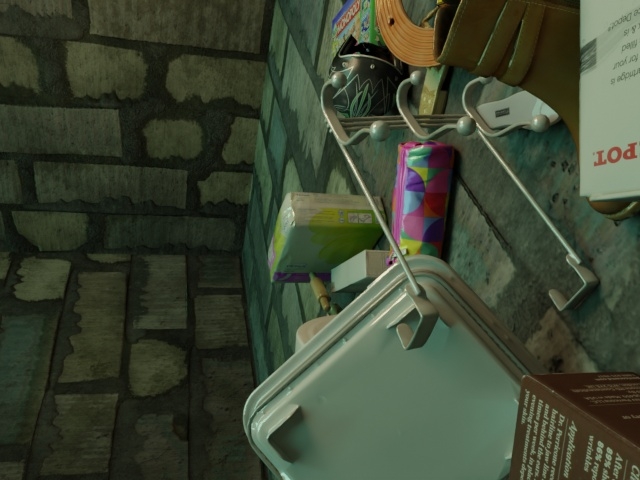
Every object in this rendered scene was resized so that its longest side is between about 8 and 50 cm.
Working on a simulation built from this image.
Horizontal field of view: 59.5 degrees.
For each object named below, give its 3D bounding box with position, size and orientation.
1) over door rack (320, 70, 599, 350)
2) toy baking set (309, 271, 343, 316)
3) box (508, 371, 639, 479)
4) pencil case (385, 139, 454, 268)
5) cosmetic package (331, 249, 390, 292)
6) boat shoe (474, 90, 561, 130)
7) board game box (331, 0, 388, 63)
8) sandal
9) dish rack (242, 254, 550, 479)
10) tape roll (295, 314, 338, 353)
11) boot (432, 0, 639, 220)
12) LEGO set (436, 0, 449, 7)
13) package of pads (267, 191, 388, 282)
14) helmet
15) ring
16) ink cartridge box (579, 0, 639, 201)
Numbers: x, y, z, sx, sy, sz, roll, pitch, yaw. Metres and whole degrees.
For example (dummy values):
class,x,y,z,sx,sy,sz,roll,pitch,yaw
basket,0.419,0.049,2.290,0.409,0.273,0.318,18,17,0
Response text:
class,x,y,z,sx,sy,sz,roll,pitch,yaw
over door rack,0.160,-0.066,0.631,0.108,0.239,0.324,122,135,-56
toy baking set,0.050,0.174,1.290,0.030,0.197,0.256,-40,23,6
box,0.294,0.248,0.386,0.381,0.143,0.191,-142,55,-74
pencil case,0.168,-0.052,0.955,0.104,0.104,0.237,-144,57,-72
cosmetic package,0.101,0.069,1.192,0.239,0.098,0.061,142,131,-70
boat shoe,0.259,-0.165,0.720,0.142,0.040,0.049,14,108,61
board game box,0.091,-0.493,1.379,0.317,0.046,0.214,180,90,-75
sandal,0.181,-0.321,0.962,0.088,0.079,0.240,-128,42,-67
dish rack,0.093,0.214,0.647,0.333,0.285,0.072,-43,-2,8
tape roll,0.100,0.188,0.823,0.286,0.286,0.100,-152,65,-73
boot,0.219,-0.163,0.536,0.109,0.220,0.284,-160,72,-74
LEGO set,0.223,-0.430,0.736,0.244,0.060,0.183,-37,55,51
package of pads,0.000,0.000,1.320,0.297,0.229,0.101,116,151,-56
helmet,0.091,-0.326,1.145,0.169,0.169,0.162,112,170,-53
ring,0.198,-0.434,0.851,0.336,0.032,0.337,-5,84,57
ink cartridge box,0.305,-0.177,0.405,0.211,0.121,0.289,178,93,-75
